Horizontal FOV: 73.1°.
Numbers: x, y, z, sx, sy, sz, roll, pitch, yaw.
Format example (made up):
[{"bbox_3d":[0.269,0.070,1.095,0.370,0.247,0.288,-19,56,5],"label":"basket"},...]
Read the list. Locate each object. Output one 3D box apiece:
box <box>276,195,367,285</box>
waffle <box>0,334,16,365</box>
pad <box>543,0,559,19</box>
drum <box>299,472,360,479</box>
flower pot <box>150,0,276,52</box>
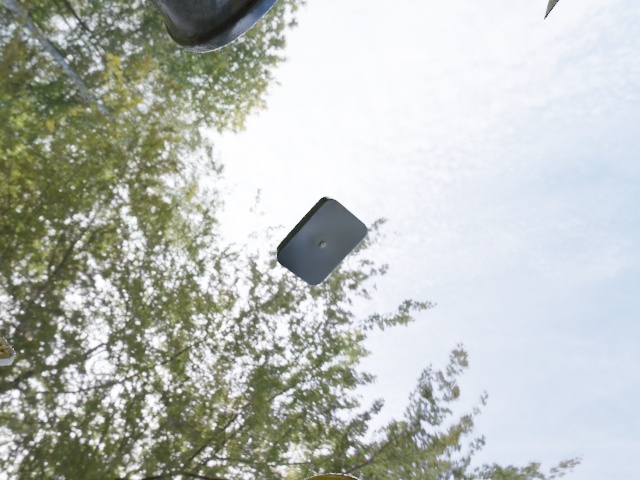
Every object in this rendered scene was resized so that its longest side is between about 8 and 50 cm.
[{"bbox_3d":[0.000,0.000,0.638,0.126,0.091,0.031,-48,-152,10],"label":"box"},{"bbox_3d":[-0.462,0.133,0.529,0.092,0.135,0.021,15,-89,40],"label":"waffle"},{"bbox_3d":[0.412,-0.500,0.535,0.007,0.367,0.247,24,-115,0],"label":"pad"},{"bbox_3d":[-0.023,0.428,0.328,0.431,0.431,0.214,-43,-86,-12],"label":"drum"},{"bbox_3d":[-0.193,-0.484,0.589,0.380,0.251,0.378,-11,-108,35],"label":"flower pot"}]
